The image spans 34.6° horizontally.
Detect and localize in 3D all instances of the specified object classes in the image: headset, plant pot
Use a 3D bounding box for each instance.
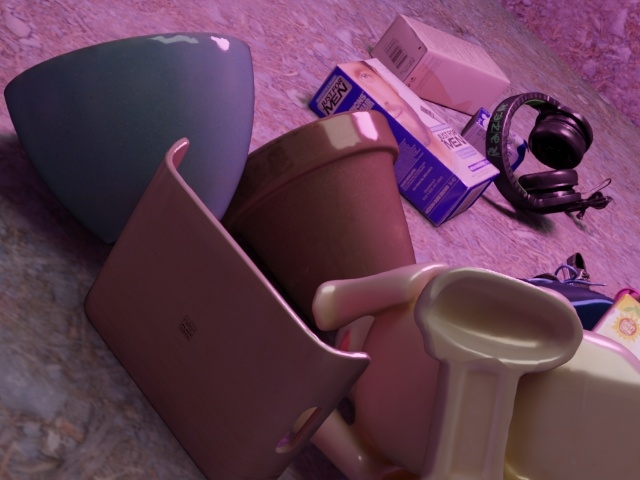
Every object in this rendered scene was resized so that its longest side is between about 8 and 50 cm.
[{"bbox_3d":[0.481,-0.156,2.202,0.394,0.185,0.244,26,70,-33],"label":"headset"},{"bbox_3d":[0.017,-0.012,1.355,0.263,0.263,0.229,-7,67,-55],"label":"plant pot"},{"bbox_3d":[-0.203,-0.102,1.205,0.290,0.290,0.196,-8,84,-55],"label":"plant pot"}]

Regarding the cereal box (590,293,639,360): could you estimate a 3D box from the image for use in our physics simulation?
[{"bbox_3d":[0.465,0.221,1.585,0.173,0.047,0.240,43,67,8],"label":"cereal box"}]

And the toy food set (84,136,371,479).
[{"bbox_3d":[-0.103,0.078,1.048,0.306,0.220,0.092,48,34,19],"label":"toy food set"}]

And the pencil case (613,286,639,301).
[{"bbox_3d":[0.674,0.166,2.038,0.209,0.095,0.098,20,-3,-30],"label":"pencil case"}]

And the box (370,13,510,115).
[{"bbox_3d":[0.283,-0.403,2.398,0.311,0.121,0.148,11,37,-43],"label":"box"}]

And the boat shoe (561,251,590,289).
[{"bbox_3d":[0.511,0.072,2.032,0.049,0.040,0.142,29,28,-18],"label":"boat shoe"}]

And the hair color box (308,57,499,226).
[{"bbox_3d":[0.160,-0.192,1.935,0.339,0.110,0.185,43,28,12],"label":"hair color box"}]

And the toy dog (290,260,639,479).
[{"bbox_3d":[0.159,0.143,1.133,0.395,0.285,0.408,-2,6,-18],"label":"toy dog"}]

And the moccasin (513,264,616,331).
[{"bbox_3d":[0.388,0.099,1.735,0.342,0.138,0.117,14,31,-41],"label":"moccasin"}]

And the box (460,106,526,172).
[{"bbox_3d":[0.385,-0.216,2.290,0.137,0.072,0.126,38,27,-3],"label":"box"}]

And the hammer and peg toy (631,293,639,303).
[{"bbox_3d":[0.675,0.243,1.746,0.361,0.127,0.266,26,67,-16],"label":"hammer and peg toy"}]
